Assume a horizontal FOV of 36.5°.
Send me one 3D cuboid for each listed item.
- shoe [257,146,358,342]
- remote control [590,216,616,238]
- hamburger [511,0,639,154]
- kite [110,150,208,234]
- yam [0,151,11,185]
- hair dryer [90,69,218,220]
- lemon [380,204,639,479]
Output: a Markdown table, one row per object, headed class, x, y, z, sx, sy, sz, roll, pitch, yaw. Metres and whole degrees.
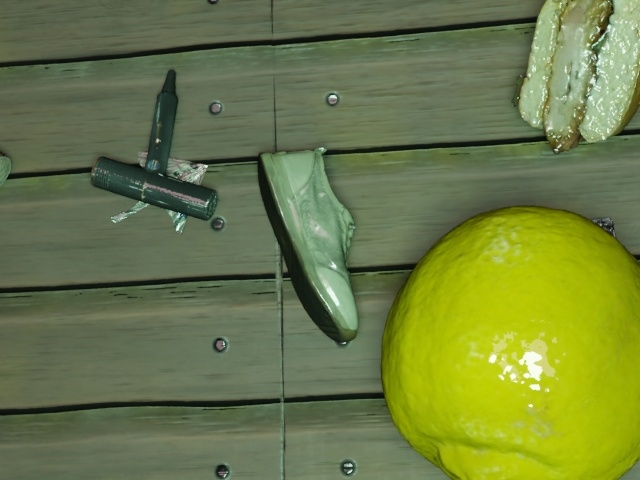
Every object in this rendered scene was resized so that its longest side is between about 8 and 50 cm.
| class | x | y | z | sx | sy | sz | roll | pitch | yaw |
| --- | --- | --- | --- | --- | --- | --- | --- | --- | --- |
| shoe | 0.000 | 0.000 | 1.270 | 0.098 | 0.103 | 0.275 | -18 | 80 | -10 |
| remote control | 0.337 | -0.005 | 1.270 | 0.096 | 0.014 | 0.039 | -10 | 79 | 4 |
| hamburger | 0.374 | -0.272 | 1.242 | 0.155 | 0.245 | 0.282 | 23 | 127 | 35 |
| kite | -0.225 | -0.067 | 1.354 | 0.156 | 0.011 | 0.139 | -31 | 74 | -1 |
| yam | -0.512 | -0.123 | 1.364 | 0.141 | 0.079 | 0.079 | 32 | 85 | 10 |
| hair dryer | -0.202 | -0.138 | 1.343 | 0.173 | 0.050 | 0.195 | 19 | 77 | 7 |
| lemon | 0.233 | 0.128 | 1.107 | 0.348 | 0.348 | 0.348 | -1 | 80 | 7 |
